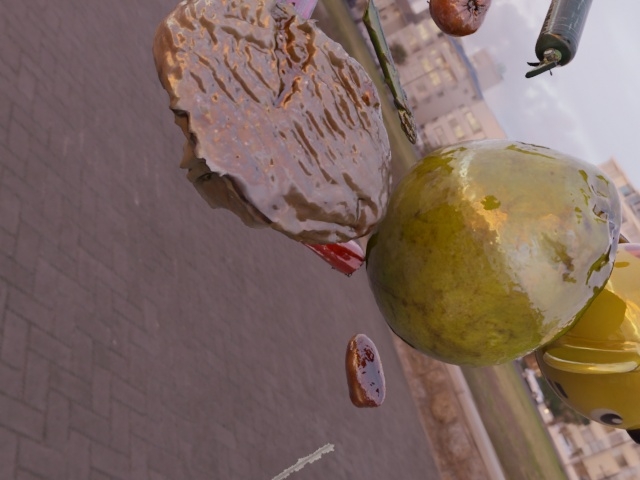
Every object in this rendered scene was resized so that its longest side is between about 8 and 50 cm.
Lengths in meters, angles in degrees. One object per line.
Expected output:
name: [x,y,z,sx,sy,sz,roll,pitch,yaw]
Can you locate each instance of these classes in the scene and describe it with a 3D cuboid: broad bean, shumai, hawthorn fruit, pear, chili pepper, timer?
broad bean: [0.098,0.295,1.578,0.114,0.084,0.165,-37,116,-75]
shumai: [-0.065,-0.136,0.894,0.346,0.217,0.283,42,-9,-6]
hawthorn fruit: [0.142,-0.255,0.763,0.067,0.067,0.103,61,-10,-19]
pear: [0.240,0.013,1.049,0.352,0.413,0.352,19,58,-33]
chili pepper: [-0.001,-0.003,1.218,0.088,0.065,0.169,25,-7,46]
timer: [0.554,0.181,1.218,0.376,0.376,0.387,63,6,-4]

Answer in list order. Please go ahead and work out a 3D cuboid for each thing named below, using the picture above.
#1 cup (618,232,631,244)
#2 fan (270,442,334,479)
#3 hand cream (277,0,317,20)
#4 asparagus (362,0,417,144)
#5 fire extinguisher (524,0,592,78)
cup: [0.622,0.134,1.607,0.255,0.256,0.178,46,42,1]
fan: [-0.117,0.320,0.814,0.191,0.329,0.009,45,14,-33]
hand cream: [-0.012,-0.504,1.271,0.079,0.275,0.050,25,0,-16]
asparagus: [0.106,-0.258,1.056,0.034,0.027,0.236,-78,147,-66]
fire extinguisher: [0.562,-0.493,1.634,0.095,0.114,0.311,55,47,-37]
